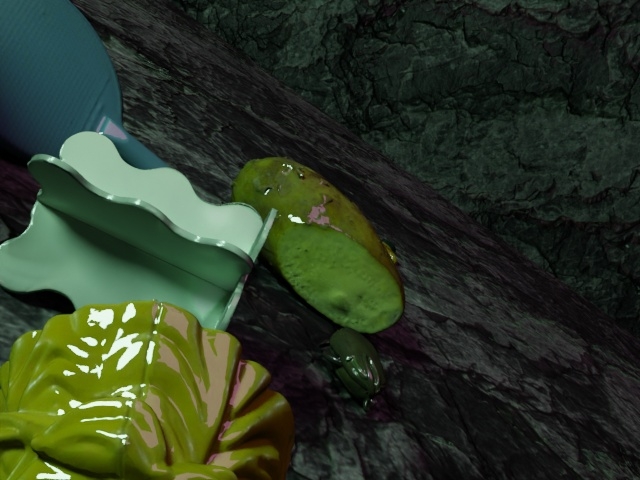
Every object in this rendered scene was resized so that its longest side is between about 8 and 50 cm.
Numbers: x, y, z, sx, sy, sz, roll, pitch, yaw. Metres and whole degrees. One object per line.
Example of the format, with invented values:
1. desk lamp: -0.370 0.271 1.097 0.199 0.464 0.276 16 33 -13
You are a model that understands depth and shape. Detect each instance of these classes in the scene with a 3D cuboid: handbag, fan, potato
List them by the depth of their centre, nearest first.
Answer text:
1. handbag: 0.040 0.142 0.831 0.072 0.047 0.111 31 16 -34
2. potato: 0.000 0.000 0.983 0.298 0.141 0.176 40 26 14
3. fan: 0.106 0.020 1.324 0.082 0.039 0.155 38 16 8

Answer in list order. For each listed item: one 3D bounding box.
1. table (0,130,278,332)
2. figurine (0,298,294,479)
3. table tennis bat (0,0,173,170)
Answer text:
1. table: -0.161 0.004 0.640 0.198 0.167 0.166 26 17 -7
2. figurine: -0.090 0.190 0.254 0.168 0.187 0.315 29 25 -17
3. table tennis bat: -0.296 -0.168 0.857 0.329 0.044 0.215 46 43 -38
